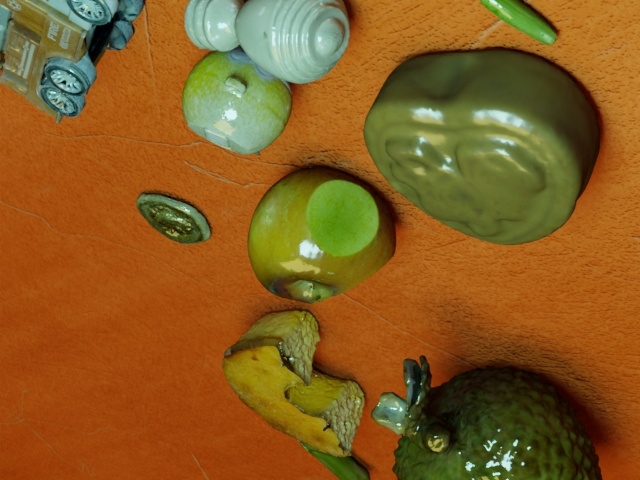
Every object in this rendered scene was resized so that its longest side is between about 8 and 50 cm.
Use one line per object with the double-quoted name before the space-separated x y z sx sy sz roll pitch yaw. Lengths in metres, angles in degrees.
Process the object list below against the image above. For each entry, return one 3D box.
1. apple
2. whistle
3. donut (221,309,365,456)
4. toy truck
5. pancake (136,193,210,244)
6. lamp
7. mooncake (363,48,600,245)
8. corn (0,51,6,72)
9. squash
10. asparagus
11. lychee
"apple" -0.003 0.002 1.957 0.163 0.147 0.146 31 151 -10
"whistle" -0.086 -0.149 1.859 0.123 0.122 0.223 25 172 4
"donut" -0.050 0.186 2.331 0.152 0.101 0.259 7 146 33
"toy truck" -0.283 -0.274 1.765 0.184 0.133 0.338 29 151 -3
"pancake" -0.190 -0.028 2.194 0.108 0.017 0.108 21 154 11
"lamp" -0.055 -0.217 1.714 0.193 0.106 0.106 14 149 39
"mooncake" 0.168 -0.086 1.720 0.235 0.117 0.234 18 146 13
"corn" -0.502 -0.300 1.902 0.144 0.144 0.387 -6 134 44
"squash" 0.187 -0.212 1.594 0.089 0.027 0.027 31 150 -10
"asparagus" 0.008 0.315 2.547 0.041 0.045 0.178 -35 118 21
"lychee" 0.214 0.282 2.119 0.270 0.269 0.320 -4 172 43
